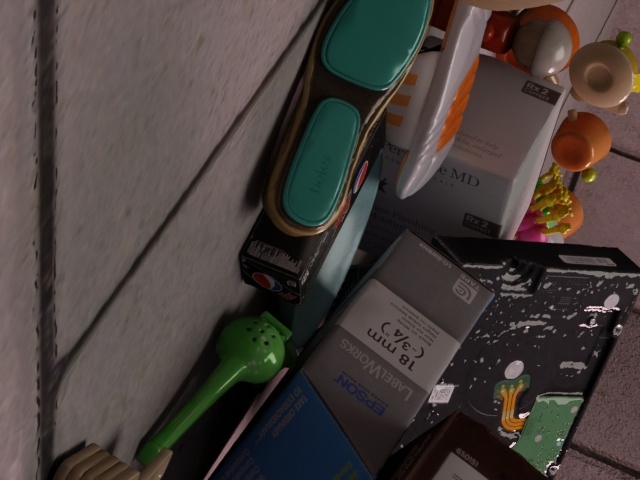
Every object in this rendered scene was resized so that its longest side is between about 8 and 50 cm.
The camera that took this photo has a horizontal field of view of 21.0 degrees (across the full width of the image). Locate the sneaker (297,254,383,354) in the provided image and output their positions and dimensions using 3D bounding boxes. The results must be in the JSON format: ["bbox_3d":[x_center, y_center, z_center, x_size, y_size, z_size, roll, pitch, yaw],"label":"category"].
[{"bbox_3d":[0.034,0.064,1.755,0.166,0.076,0.065,-33,164,-27],"label":"sneaker"}]

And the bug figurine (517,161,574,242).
[{"bbox_3d":[0.208,-0.096,1.917,0.072,0.216,0.279,-27,-173,13],"label":"bug figurine"}]

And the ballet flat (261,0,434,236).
[{"bbox_3d":[0.012,-0.114,1.312,0.232,0.080,0.073,-64,-163,-6],"label":"ballet flat"}]

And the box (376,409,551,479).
[{"bbox_3d":[0.054,0.290,1.426,0.191,0.143,0.381,-52,-178,-23],"label":"box"}]

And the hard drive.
[{"bbox_3d":[0.161,0.155,1.722,0.237,0.064,0.339,3,119,-31],"label":"hard drive"}]

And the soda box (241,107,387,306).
[{"bbox_3d":[-0.004,-0.036,1.382,0.060,0.053,0.169,89,26,-65],"label":"soda box"}]

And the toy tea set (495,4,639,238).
[{"bbox_3d":[0.309,-0.159,2.279,0.124,0.200,0.336,-40,151,-51],"label":"toy tea set"}]

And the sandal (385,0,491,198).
[{"bbox_3d":[0.099,-0.170,1.552,0.102,0.076,0.265,-25,134,-68],"label":"sandal"}]

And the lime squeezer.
[{"bbox_3d":[-0.058,0.109,1.409,0.310,0.059,0.110,-24,135,-76],"label":"lime squeezer"}]

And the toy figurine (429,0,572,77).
[{"bbox_3d":[0.207,-0.287,1.651,0.213,0.148,0.209,94,22,-58],"label":"toy figurine"}]

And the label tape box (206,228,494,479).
[{"bbox_3d":[-0.005,0.171,1.477,0.240,0.106,0.333,-52,180,42],"label":"label tape box"}]

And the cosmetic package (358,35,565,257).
[{"bbox_3d":[0.135,-0.073,1.724,0.183,0.151,0.151,99,18,-49],"label":"cosmetic package"}]

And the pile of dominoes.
[{"bbox_3d":[-0.195,0.251,1.143,0.251,0.040,0.196,-61,171,13],"label":"pile of dominoes"}]

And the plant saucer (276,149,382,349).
[{"bbox_3d":[0.000,0.000,1.519,0.195,0.037,0.195,22,90,-80],"label":"plant saucer"}]

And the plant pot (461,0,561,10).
[{"bbox_3d":[0.173,-0.289,1.331,0.256,0.256,0.274,-64,-174,-19],"label":"plant pot"}]

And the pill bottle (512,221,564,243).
[{"bbox_3d":[0.151,0.086,1.970,0.363,0.210,0.210,-54,163,-53],"label":"pill bottle"}]
